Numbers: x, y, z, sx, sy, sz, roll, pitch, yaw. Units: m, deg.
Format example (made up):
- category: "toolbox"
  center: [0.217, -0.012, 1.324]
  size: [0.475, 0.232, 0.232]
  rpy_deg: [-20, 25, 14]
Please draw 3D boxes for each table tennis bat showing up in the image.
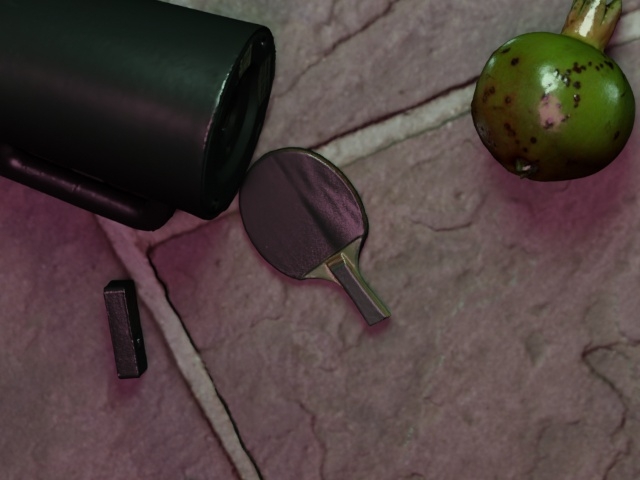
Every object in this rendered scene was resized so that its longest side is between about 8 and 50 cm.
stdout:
- category: "table tennis bat"
  center: [0.000, 0.000, 1.892]
  size: [0.130, 0.019, 0.220]
  rpy_deg: [-34, 96, 22]

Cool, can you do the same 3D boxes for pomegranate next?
- category: "pomegranate"
  center: [0.235, -0.152, 1.730]
  size: [0.159, 0.159, 0.205]
  rpy_deg: [25, 85, 5]

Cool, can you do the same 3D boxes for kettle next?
- category: "kettle"
  center: [-0.219, -0.152, 1.830]
  size: [0.308, 0.262, 0.203]
  rpy_deg: [17, 75, 11]

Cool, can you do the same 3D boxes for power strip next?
- category: "power strip"
  center: [-0.216, 0.099, 1.964]
  size: [0.029, 0.038, 0.111]
  rpy_deg: [-3, 108, 13]
